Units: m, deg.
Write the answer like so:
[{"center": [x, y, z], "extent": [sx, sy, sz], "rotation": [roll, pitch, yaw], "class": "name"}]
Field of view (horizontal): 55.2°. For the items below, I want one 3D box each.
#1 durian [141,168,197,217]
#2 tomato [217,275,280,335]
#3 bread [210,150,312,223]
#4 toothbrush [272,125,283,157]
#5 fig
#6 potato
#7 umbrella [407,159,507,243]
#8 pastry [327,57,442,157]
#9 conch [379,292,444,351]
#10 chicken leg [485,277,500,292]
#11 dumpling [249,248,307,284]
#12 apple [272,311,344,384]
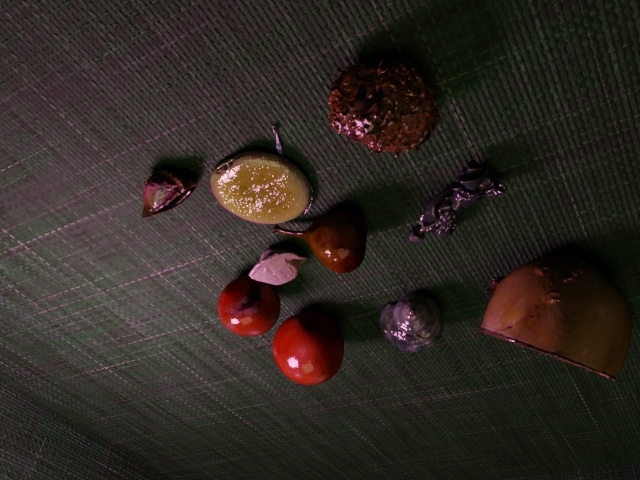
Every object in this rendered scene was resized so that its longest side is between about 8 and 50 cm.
[{"center": [-0.444, -0.156, 1.777], "extent": [0.187, 0.119, 0.108], "rotation": [-32, 88, 21], "class": "durian"}, {"center": [-0.240, 0.217, 2.056], "extent": [0.208, 0.208, 0.184], "rotation": [-3, 158, 11], "class": "tomato"}, {"center": [-0.170, -0.139, 1.770], "extent": [0.301, 0.045, 0.301], "rotation": [5, 142, 4], "class": "bread"}, {"center": [-0.110, -0.247, 1.669], "extent": [0.014, 0.017, 0.162], "rotation": [2, 142, 13], "class": "toothbrush"}, {"center": [0.011, -0.029, 1.814], "extent": [0.290, 0.190, 0.190], "rotation": [34, 142, 20], "class": "fig"}, {"center": [0.741, 0.213, 1.874], "extent": [0.442, 0.319, 0.385], "rotation": [25, 176, -31], "class": "potato"}, {"center": [0.365, -0.085, 1.724], "extent": [0.143, 0.094, 0.349], "rotation": [29, 136, -16], "class": "umbrella"}, {"center": [0.149, -0.299, 1.440], "extent": [0.275, 0.193, 0.275], "rotation": [3, 137, 3], "class": "pastry"}, {"center": [0.312, 0.275, 2.087], "extent": [0.220, 0.195, 0.277], "rotation": [33, 167, 13], "class": "conch"}, {"center": [0.570, 0.149, 2.008], "extent": [0.036, 0.021, 0.083], "rotation": [2, 143, -9], "class": "chicken leg"}, {"center": [-0.134, 0.073, 1.967], "extent": [0.176, 0.092, 0.150], "rotation": [9, 141, -4], "class": "dumpling"}, {"center": [-0.034, 0.379, 2.176], "extent": [0.260, 0.260, 0.216], "rotation": [16, 114, -10], "class": "apple"}]
